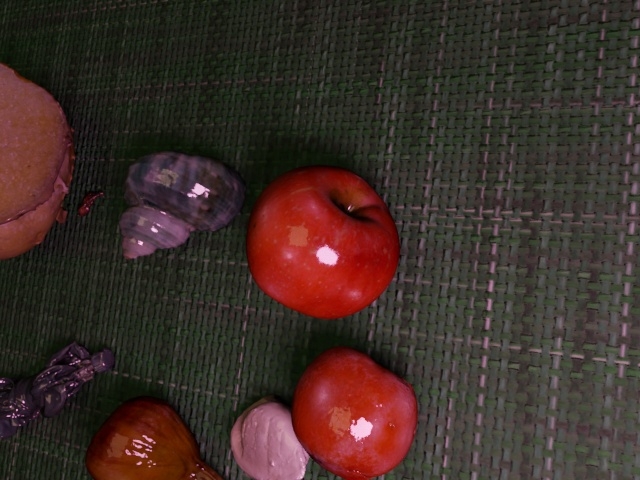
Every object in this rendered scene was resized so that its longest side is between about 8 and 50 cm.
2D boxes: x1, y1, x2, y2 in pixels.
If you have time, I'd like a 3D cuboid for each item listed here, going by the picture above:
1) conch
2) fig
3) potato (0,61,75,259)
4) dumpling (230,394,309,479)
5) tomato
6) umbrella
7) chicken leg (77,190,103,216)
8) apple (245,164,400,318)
[{"bbox_3d":[-0.300,-0.074,1.229,0.220,0.195,0.277,44,76,-5],"label":"conch"},{"bbox_3d":[-0.299,0.431,1.179,0.290,0.190,0.190,38,102,-9],"label":"fig"},{"bbox_3d":[-0.749,-0.159,1.389,0.385,0.319,0.442,-3,69,-16],"label":"potato"},{"bbox_3d":[-0.087,0.365,1.102,0.150,0.092,0.176,-47,66,10],"label":"dumpling"},{"bbox_3d":[0.051,0.281,0.985,0.208,0.208,0.184,27,74,26],"label":"tomato"},{"bbox_3d":[-0.605,0.321,1.354,0.349,0.094,0.143,-26,78,18],"label":"umbrella"},{"bbox_3d":[-0.534,-0.090,1.413,0.083,0.021,0.036,-47,57,8],"label":"chicken leg"},{"bbox_3d":[0.000,0.000,1.023,0.216,0.260,0.260,-49,64,37],"label":"apple"}]
